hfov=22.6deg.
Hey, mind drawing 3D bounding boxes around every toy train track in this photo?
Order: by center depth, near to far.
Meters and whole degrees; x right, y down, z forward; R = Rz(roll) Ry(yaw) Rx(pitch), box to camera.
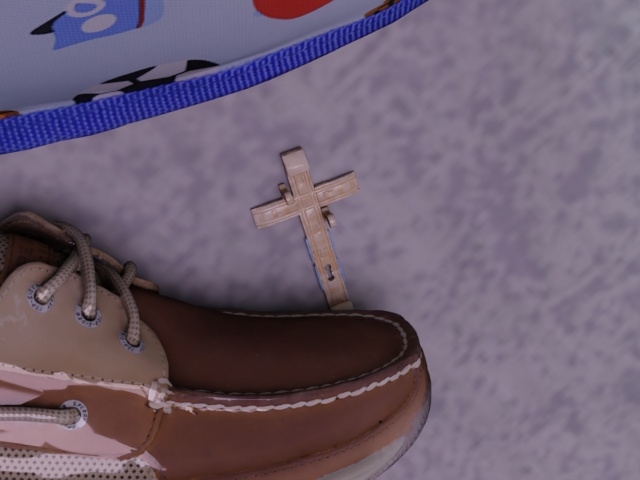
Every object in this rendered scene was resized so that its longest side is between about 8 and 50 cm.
[{"bbox_3d":[0.000,0.000,0.690,0.048,0.014,0.083,-21,115,-7],"label":"toy train track"}]

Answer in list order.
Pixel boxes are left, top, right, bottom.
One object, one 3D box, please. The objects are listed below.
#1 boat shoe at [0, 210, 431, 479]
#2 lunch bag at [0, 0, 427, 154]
[{"bbox_3d":[-0.111,0.053,0.624,0.324,0.123,0.116,-6,110,-15],"label":"boat shoe"},{"bbox_3d":[-0.059,-0.192,0.410,0.385,0.328,0.239,-14,70,-5],"label":"lunch bag"}]
